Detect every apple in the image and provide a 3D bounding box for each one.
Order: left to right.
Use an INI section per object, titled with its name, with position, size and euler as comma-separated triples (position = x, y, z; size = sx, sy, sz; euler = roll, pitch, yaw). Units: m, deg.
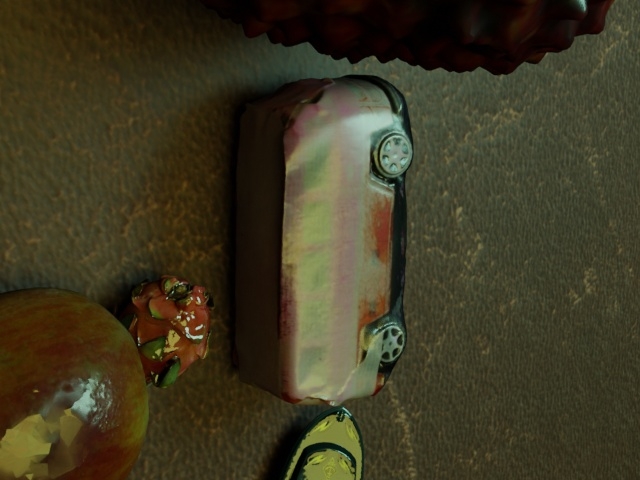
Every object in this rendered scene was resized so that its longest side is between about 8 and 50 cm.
[apple]
position = -0.218, 0.134, 0.641
size = 0.173, 0.160, 0.195
euler = 1, 93, -47

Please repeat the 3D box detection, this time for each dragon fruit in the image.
[dragon fruit]
position = -0.140, 0.084, 0.737
size = 0.116, 0.086, 0.081
euler = -68, 167, 5

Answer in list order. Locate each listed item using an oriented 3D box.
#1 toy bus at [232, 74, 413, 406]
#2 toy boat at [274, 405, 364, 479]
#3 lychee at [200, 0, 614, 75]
[toy bus]
position = 0.000, 0.000, 0.794
size = 0.147, 0.127, 0.303
euler = -8, 105, -33
[toy boat]
position = -0.011, 0.289, 0.872
size = 0.092, 0.103, 0.246
euler = 18, 84, -15
[lychee]
position = 0.080, -0.321, 0.611
size = 0.500, 0.424, 0.425
euler = -56, 133, -51
